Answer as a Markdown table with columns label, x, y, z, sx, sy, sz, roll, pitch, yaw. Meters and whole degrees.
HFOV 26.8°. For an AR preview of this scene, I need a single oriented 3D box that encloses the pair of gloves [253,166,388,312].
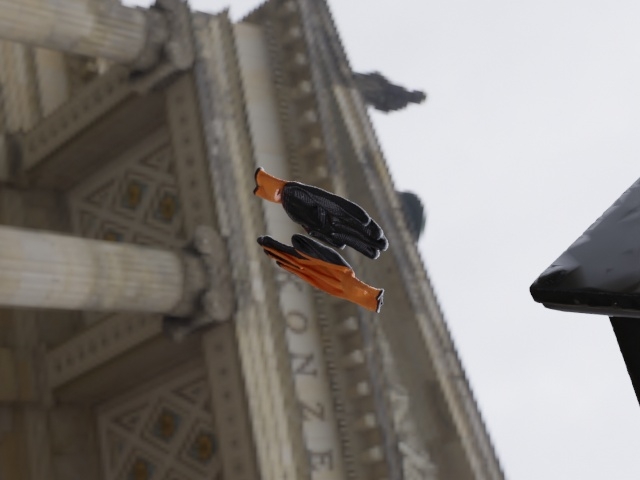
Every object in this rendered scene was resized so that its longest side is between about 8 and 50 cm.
| label | x | y | z | sx | sy | sz | roll | pitch | yaw |
| --- | --- | --- | --- | --- | --- | --- | --- | --- | --- |
| pair of gloves | 0.000 | 0.000 | 0.665 | 0.074 | 0.010 | 0.083 | 25 | -31 | 15 |

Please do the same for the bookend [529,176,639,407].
| label | x | y | z | sx | sy | sz | roll | pitch | yaw |
| --- | --- | --- | --- | --- | --- | --- | --- | --- | --- |
| bookend | 0.162 | 0.039 | 0.440 | 0.072 | 0.156 | 0.157 | 2 | -56 | 48 |
